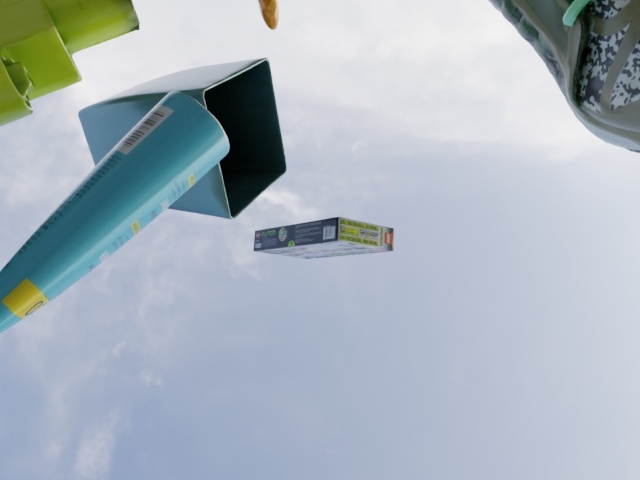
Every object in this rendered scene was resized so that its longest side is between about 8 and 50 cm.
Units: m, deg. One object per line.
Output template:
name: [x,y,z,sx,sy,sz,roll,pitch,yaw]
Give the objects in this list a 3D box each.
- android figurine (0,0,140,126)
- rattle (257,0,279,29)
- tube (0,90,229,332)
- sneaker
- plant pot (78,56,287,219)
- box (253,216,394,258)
android figurine: [-0.268,-0.137,0.379,0.273,0.056,0.248,-23,-125,-13]
rattle: [-0.141,-0.319,0.613,0.199,0.143,0.130,-9,-140,-33]
tube: [-0.141,-0.004,0.335,0.052,0.080,0.207,44,-110,-8]
sneaker: [0.173,-0.211,0.416,0.182,0.158,0.410,24,-150,-30]
plant pot: [-0.196,-0.145,0.785,0.234,0.166,0.165,5,-149,23]
box: [0.000,0.000,0.886,0.114,0.207,0.036,10,-101,-40]
